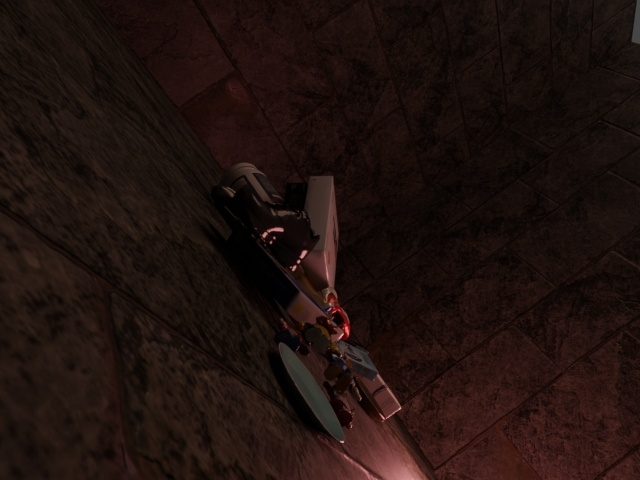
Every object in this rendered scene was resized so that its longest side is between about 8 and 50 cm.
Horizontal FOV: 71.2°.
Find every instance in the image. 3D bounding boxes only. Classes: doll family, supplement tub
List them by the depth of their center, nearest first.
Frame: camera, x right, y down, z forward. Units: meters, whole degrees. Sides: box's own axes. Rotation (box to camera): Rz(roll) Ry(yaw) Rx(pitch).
[{"bbox_3d":[0.021,0.245,0.915,0.263,0.118,0.163,54,-3,8],"label":"doll family"},{"bbox_3d":[-0.256,-0.149,1.709,0.272,0.191,0.191,54,-3,31],"label":"supplement tub"}]

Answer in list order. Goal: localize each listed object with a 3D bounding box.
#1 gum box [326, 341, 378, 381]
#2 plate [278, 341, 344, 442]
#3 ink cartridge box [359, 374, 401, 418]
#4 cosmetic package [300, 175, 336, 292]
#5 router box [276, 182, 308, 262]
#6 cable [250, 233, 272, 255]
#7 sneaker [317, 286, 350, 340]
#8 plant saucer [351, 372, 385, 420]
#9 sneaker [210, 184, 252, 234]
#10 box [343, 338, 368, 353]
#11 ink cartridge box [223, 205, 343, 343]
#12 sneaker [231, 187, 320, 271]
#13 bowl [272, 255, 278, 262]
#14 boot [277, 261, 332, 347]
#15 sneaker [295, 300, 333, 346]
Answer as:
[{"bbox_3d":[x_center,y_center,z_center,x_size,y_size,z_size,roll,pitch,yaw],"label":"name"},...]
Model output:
[{"bbox_3d":[0.094,0.398,1.540,0.184,0.041,0.157,28,5,-14],"label":"gum box"},{"bbox_3d":[-0.023,0.253,0.737,0.188,0.024,0.188,54,-2,2],"label":"plate"},{"bbox_3d":[0.215,0.602,1.842,0.237,0.100,0.172,53,-3,9],"label":"ink cartridge box"},{"bbox_3d":[0.000,0.000,1.553,0.378,0.097,0.285,-83,167,-45],"label":"cosmetic package"},{"bbox_3d":[-0.080,-0.015,1.617,0.243,0.080,0.309,76,17,-60],"label":"router box"},{"bbox_3d":[-0.189,0.028,1.382,0.287,0.072,0.140,143,-64,-80],"label":"cable"},{"bbox_3d":[0.040,0.272,1.465,0.279,0.107,0.118,65,1,-48],"label":"sneaker"},{"bbox_3d":[0.138,0.530,1.607,0.278,0.041,0.278,55,-3,4],"label":"plant saucer"},{"bbox_3d":[-0.255,-0.073,1.397,0.234,0.078,0.106,58,-6,-28],"label":"sneaker"},{"bbox_3d":[0.100,0.418,1.820,0.190,0.045,0.184,25,-4,7],"label":"box"},{"bbox_3d":[-0.107,0.092,1.073,0.303,0.072,0.307,42,-5,43],"label":"ink cartridge box"},{"bbox_3d":[-0.096,-0.044,1.020,0.109,0.130,0.286,45,-4,35],"label":"sneaker"},{"bbox_3d":[-0.160,0.115,1.830,0.142,0.053,0.142,53,-4,32],"label":"bowl"},{"bbox_3d":[-0.058,0.193,1.386,0.295,0.104,0.211,66,-15,1],"label":"boot"},{"bbox_3d":[-0.002,0.230,1.202,0.058,0.152,0.085,-10,63,-50],"label":"sneaker"}]
